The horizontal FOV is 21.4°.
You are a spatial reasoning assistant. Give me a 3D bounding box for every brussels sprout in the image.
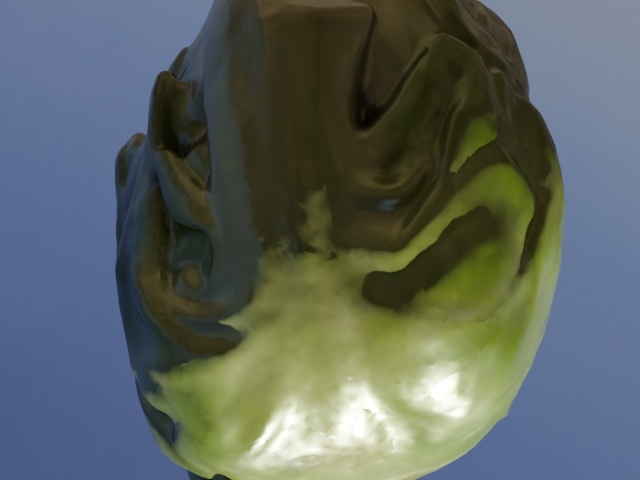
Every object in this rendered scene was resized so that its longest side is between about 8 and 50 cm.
[{"bbox_3d":[0.000,0.000,0.948,0.247,0.328,0.328,-2,-155,-24],"label":"brussels sprout"}]
